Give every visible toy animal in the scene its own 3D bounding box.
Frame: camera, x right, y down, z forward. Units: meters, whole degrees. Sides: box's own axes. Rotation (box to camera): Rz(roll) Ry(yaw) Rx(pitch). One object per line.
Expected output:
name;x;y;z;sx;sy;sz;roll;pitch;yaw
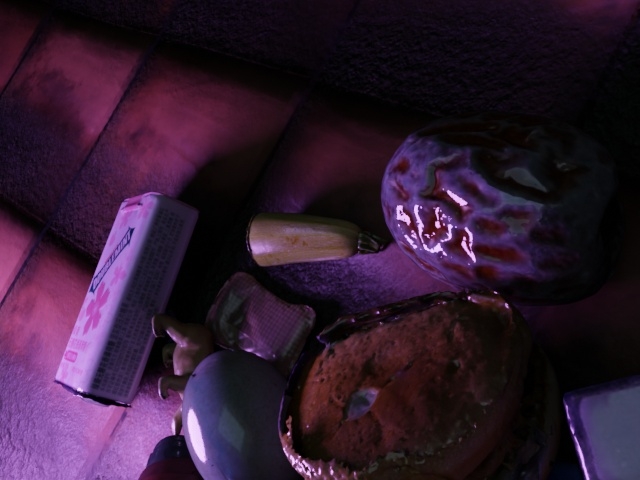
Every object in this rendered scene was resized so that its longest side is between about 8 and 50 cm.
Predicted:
toy animal;-0.205;0.224;1.093;0.101;0.103;0.219;-10;61;-7

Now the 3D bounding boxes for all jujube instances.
jujube;0.222;-0.050;0.870;0.308;0.215;0.247;9;74;36

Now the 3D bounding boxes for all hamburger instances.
hamburger;0.108;0.210;0.786;0.318;0.195;0.277;-14;38;26

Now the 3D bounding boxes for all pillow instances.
pillow;-0.105;0.138;1.107;0.211;0.034;0.135;24;86;38

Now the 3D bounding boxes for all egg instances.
egg;-0.109;0.261;0.965;0.169;0.169;0.236;-42;57;10

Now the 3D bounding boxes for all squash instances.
squash;0.000;0.000;1.082;0.224;0.094;0.094;1;70;23

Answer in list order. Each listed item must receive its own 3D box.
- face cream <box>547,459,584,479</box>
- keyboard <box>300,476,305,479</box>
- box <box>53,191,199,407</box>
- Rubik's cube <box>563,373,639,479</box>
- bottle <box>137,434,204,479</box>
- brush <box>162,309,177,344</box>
face cream;0.195;0.348;0.795;0.264;0.083;0.149;-26;44;20
keyboard;0.013;0.322;0.962;0.231;0.023;0.072;-41;47;10
box;-0.343;0.106;1.200;0.190;0.112;0.370;-4;66;57
Rubik's cube;0.431;0.264;0.527;0.344;0.337;0.344;-20;61;22
bottle;-0.220;0.413;0.976;0.156;0.143;0.271;-10;36;3
brush;-0.245;0.188;1.177;0.033;0.030;0.178;-37;54;1
